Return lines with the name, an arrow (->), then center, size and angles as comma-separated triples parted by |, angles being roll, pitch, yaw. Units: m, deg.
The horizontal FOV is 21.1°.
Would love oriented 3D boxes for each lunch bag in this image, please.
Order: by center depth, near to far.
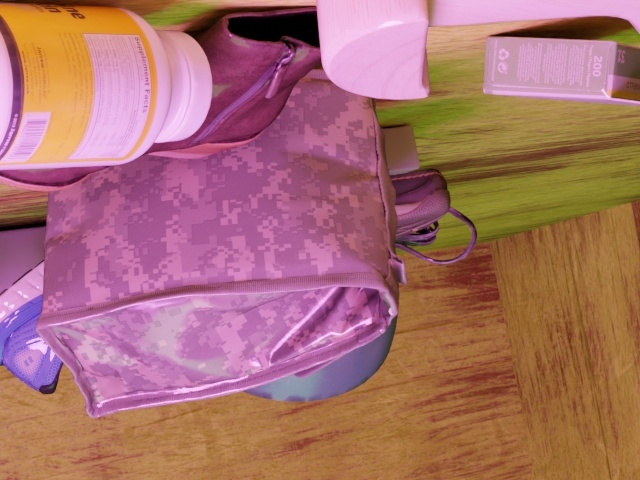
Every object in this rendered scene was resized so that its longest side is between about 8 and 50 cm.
lunch bag -> -0.072, -0.005, 1.423 | 0.287, 0.235, 0.169 | -11, 140, 9

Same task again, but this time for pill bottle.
pill bottle -> -0.160, -0.097, 1.078 | 0.103, 0.103, 0.184 | -15, 174, 42

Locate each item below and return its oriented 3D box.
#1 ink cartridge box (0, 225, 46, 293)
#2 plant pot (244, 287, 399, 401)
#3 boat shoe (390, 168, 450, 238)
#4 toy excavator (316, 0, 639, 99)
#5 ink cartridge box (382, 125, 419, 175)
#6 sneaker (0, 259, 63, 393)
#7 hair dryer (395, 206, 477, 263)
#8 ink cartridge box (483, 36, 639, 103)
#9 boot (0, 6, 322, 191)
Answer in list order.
ink cartridge box -> -0.475, 0.092, 2.320 | 0.286, 0.166, 0.395 | -8, 176, -31
plant pot -> -0.031, 0.020, 2.053 | 0.290, 0.290, 0.195 | -8, 140, -24
boat shoe -> -0.050, -0.055, 1.724 | 0.356, 0.130, 0.132 | -5, 173, 7
toy excavator -> 0.266, -0.147, 1.079 | 0.433, 0.222, 0.445 | -12, 161, 25
ink cartridge box -> 0.043, -0.091, 1.951 | 0.089, 0.052, 0.122 | -7, 173, -27
sneaker -> -0.228, 0.047, 1.946 | 0.330, 0.147, 0.130 | -42, 180, -11
hair dryer -> 0.000, 0.000, 1.875 | 0.294, 0.080, 0.224 | 25, -144, 31
ink cartridge box -> 0.281, -0.138, 1.472 | 0.235, 0.056, 0.171 | 7, -175, 32
boot -> -0.123, -0.116, 1.241 | 0.248, 0.090, 0.207 | -5, 161, -37
